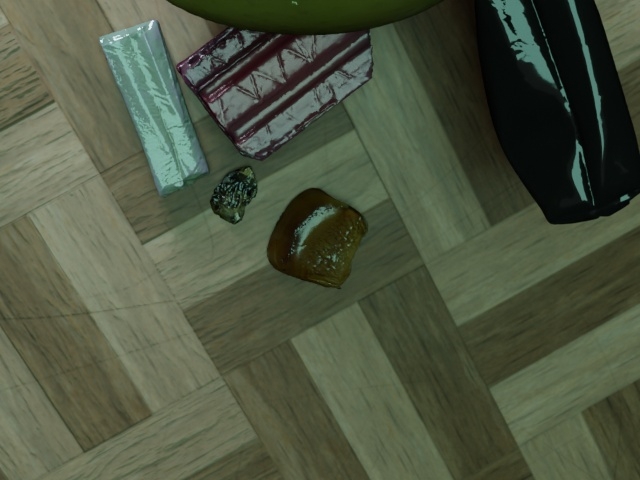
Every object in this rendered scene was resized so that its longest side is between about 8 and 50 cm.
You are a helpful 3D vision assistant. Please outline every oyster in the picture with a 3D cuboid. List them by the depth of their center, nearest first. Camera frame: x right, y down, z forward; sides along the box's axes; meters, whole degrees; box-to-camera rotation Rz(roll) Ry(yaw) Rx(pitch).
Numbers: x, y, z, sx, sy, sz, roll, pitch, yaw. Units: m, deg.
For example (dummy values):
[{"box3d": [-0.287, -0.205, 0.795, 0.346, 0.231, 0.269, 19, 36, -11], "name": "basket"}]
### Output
[{"box3d": [-0.115, -0.065, 1.250, 0.054, 0.019, 0.083, 29, 96, -13], "name": "oyster"}]

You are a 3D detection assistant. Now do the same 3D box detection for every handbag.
[{"box3d": [0.281, -0.214, 1.149, 0.152, 0.288, 0.342, -16, 104, 16], "name": "handbag"}]

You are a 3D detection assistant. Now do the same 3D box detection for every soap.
[{"box3d": [-0.041, -0.231, 1.185, 0.250, 0.099, 0.162, -36, 105, 1], "name": "soap"}]

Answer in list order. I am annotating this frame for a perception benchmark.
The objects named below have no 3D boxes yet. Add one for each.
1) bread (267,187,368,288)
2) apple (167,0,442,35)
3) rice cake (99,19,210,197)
[{"box3d": [0.000, 0.000, 1.272, 0.126, 0.044, 0.129, 24, 94, -14], "name": "bread"}, {"box3d": [-0.013, -0.440, 0.970, 0.473, 0.473, 0.474, -2, 102, -8], "name": "apple"}, {"box3d": [-0.212, -0.170, 1.202, 0.080, 0.042, 0.222, -21, 104, -8], "name": "rice cake"}]
